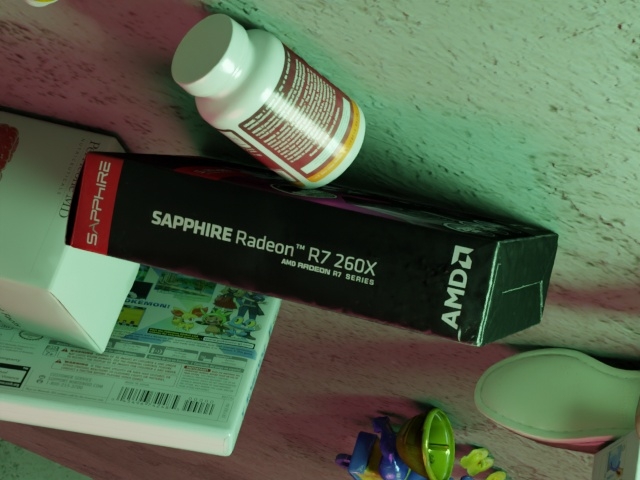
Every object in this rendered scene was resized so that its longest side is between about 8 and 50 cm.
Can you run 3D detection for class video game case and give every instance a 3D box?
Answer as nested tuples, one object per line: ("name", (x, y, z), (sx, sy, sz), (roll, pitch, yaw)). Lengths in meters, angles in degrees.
("video game case", (-0.226, 0.107, 1.699), (0.329, 0.300, 0.036), (8, 120, 5))

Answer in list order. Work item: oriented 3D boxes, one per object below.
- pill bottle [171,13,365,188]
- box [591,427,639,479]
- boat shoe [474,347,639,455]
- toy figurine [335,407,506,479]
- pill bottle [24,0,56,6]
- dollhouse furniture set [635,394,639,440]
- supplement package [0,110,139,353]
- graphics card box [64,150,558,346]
("pill bottle", (-0.042, -0.111, 1.249), (0.086, 0.086, 0.152), (-1, 152, 45))
("box", (0.326, 0.302, 1.548), (0.114, 0.203, 0.103), (20, 151, -10))
("boat shoe", (0.307, 0.181, 1.662), (0.305, 0.109, 0.091), (1, 149, 35))
("toy figurine", (0.098, 0.342, 2.205), (0.217, 0.191, 0.362), (15, 160, 29))
("pill bottle", (-0.210, -0.208, 1.215), (0.043, 0.043, 0.083), (24, 160, -11))
("dollhouse furniture set", (0.519, 0.237, 1.381), (0.394, 0.256, 0.362), (34, 156, -35))
("supplement package", (-0.344, -0.026, 1.634), (0.293, 0.177, 0.175), (14, 159, 17))
("graphics card box", (0.000, 0.000, 1.371), (0.371, 0.094, 0.233), (14, -174, 20))
